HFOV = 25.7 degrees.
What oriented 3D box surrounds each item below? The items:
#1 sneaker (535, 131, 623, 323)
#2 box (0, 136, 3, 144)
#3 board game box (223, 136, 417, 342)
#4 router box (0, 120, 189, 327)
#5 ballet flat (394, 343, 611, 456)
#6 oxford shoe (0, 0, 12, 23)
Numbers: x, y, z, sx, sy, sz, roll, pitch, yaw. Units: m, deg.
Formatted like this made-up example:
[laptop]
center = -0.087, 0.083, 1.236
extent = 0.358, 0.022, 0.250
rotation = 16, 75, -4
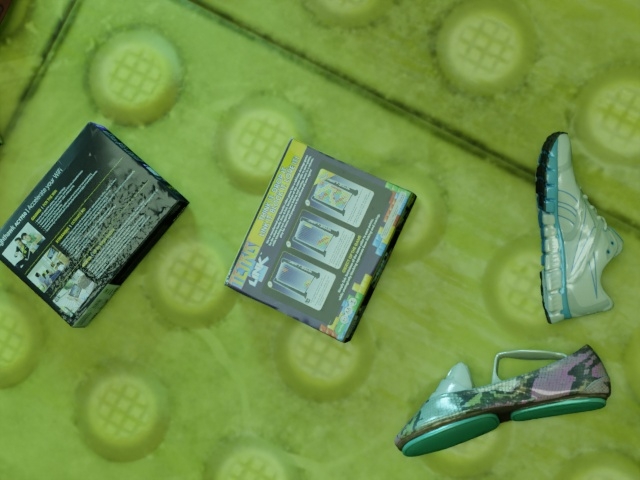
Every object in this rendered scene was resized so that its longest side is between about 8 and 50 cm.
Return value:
[sneaker]
center = 0.258, -0.015, 1.398
extent = 0.083, 0.071, 0.190
rotation = -4, 95, 3
[box]
center = -0.470, -0.102, 1.526
extent = 0.232, 0.058, 0.087
rotation = -21, 85, 8
[board game box]
center = 0.000, 0.000, 1.446
extent = 0.141, 0.048, 0.170
rotation = 26, 92, 12
[router box]
center = -0.247, -0.017, 1.490
extent = 0.133, 0.046, 0.179
rotation = 42, 94, 10
[ballet flat]
center = 0.176, 0.153, 1.402
extent = 0.222, 0.077, 0.079
rotation = -16, 66, 4
[oxford shoe]
center = -0.399, -0.375, 1.516
extent = 0.130, 0.123, 0.348
rotation = -2, 83, 31
